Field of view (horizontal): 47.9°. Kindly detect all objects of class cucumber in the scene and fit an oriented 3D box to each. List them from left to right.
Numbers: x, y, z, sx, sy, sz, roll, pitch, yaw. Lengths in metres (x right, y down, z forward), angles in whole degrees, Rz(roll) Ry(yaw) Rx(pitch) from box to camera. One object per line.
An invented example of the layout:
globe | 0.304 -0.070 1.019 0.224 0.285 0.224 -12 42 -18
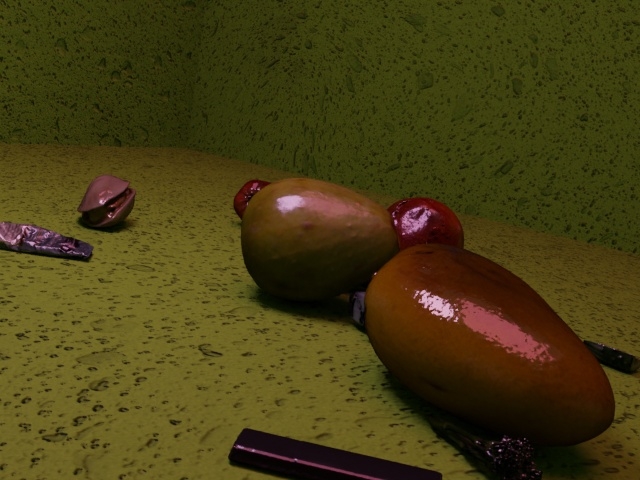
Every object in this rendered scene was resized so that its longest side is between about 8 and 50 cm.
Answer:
cucumber | 0.571 0.229 1.424 0.107 0.035 0.067 19 -4 42

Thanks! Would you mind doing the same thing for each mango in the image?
mango | 0.245 0.158 1.086 0.301 0.220 0.445 8 20 -37

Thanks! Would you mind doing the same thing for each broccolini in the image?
broccolini | 0.207 0.256 0.926 0.058 0.074 0.201 -13 16 -18

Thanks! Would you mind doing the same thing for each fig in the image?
fig | 0.000 0.000 1.471 0.326 0.258 0.258 0 9 16

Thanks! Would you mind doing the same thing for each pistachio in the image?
pistachio | -0.557 -0.100 1.881 0.152 0.126 0.223 -26 23 -5

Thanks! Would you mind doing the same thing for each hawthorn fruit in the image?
hawthorn fruit | -0.166 -0.097 2.182 0.163 0.162 0.203 15 -5 22

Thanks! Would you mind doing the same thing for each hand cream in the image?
hand cream | -0.612 0.004 1.533 0.248 0.052 0.075 14 33 -10

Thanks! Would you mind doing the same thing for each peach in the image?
peach | 0.260 -0.006 1.865 0.231 0.231 0.231 9 11 -2

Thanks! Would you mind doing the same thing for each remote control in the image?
remote control | 0.017 0.262 0.831 0.245 0.025 0.063 11 16 7

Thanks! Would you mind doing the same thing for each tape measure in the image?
tape measure | 0.228 0.151 1.385 0.330 0.084 0.164 5 14 -14

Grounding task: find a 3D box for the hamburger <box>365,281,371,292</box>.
hamburger | 0.155 0.113 1.510 0.102 0.087 0.176 12 10 17

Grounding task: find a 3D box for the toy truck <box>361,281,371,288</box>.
toy truck | 0.039 0.022 1.667 0.259 0.088 0.121 32 -17 11
